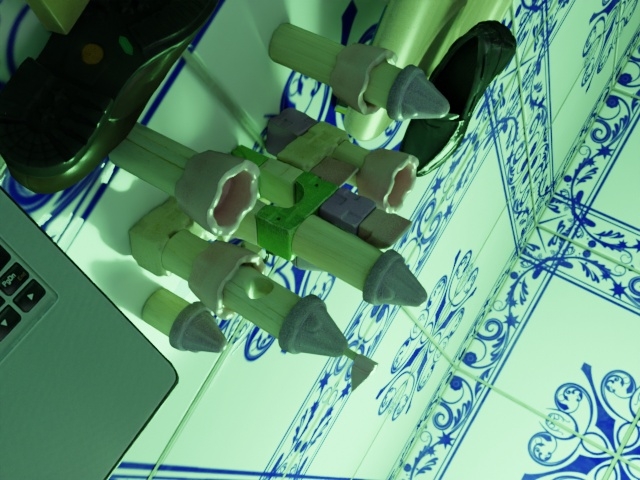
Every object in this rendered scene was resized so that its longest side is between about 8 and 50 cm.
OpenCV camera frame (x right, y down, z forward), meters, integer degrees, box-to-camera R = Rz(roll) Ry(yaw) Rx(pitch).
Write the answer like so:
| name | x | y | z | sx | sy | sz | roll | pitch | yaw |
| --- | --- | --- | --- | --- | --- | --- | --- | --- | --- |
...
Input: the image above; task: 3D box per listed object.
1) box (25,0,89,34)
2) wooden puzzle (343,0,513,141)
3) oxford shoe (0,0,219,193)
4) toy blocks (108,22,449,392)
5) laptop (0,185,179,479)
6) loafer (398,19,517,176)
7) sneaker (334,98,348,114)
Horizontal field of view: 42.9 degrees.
| name | x | y | z | sx | sy | sz | roll | pitch | yaw |
| --- | --- | --- | --- | --- | --- | --- | --- | --- | --- |
| box | -0.148 | -0.237 | 0.452 | 0.201 | 0.021 | 0.164 | 72 | 42 | -69 |
| wooden puzzle | 0.157 | -0.311 | 0.937 | 0.348 | 0.080 | 0.322 | -42 | 164 | -39 |
| oxford shoe | -0.149 | -0.128 | 0.585 | 0.227 | 0.083 | 0.096 | -54 | 179 | -23 |
| toy blocks | 0.000 | 0.000 | 0.785 | 0.288 | 0.260 | 0.308 | -44 | 152 | -38 |
| laptop | -0.230 | 0.052 | 0.302 | 0.408 | 0.236 | 0.382 | 51 | 50 | -21 |
| loafer | 0.148 | -0.165 | 0.973 | 0.078 | 0.076 | 0.223 | -19 | 149 | -44 |
| sneaker | 0.050 | -0.174 | 0.993 | 0.083 | 0.031 | 0.035 | -30 | 141 | -52 |
